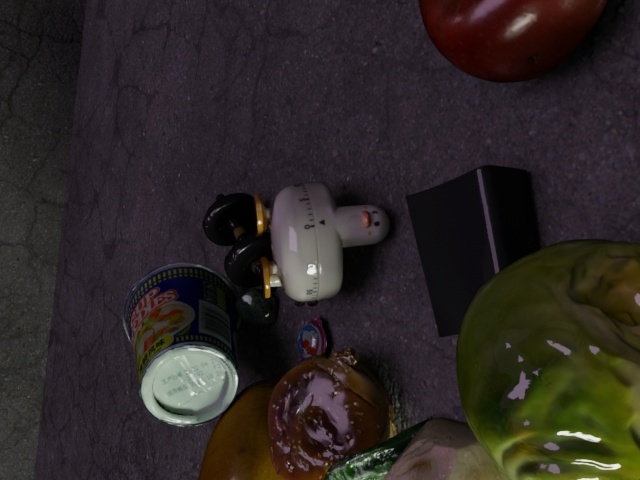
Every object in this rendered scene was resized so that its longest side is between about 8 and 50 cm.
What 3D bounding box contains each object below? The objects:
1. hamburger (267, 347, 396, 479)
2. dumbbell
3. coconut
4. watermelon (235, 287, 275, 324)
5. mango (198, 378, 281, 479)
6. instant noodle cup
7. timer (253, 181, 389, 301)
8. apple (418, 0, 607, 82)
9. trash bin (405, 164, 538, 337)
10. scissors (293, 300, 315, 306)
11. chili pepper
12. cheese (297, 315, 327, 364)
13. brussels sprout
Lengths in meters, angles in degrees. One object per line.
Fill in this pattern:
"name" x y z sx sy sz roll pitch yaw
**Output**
"hamburger" 0.023 0.327 1.206 0.243 0.146 0.286 34 103 28
"dumbbell" -0.171 -0.001 1.502 0.325 0.143 0.143 56 129 39
"coconut" 0.195 0.362 0.937 0.241 0.241 0.241 -7 82 52
"watermelon" -0.146 0.153 1.518 0.072 0.092 0.084 84 -166 -82
"mango" -0.131 0.473 1.355 0.264 0.221 0.377 -15 64 56
"instant noodle cup" -0.289 0.233 1.451 0.312 0.284 0.284 -122 47 -64
"timer" 0.000 0.000 1.276 0.233 0.240 0.233 174 90 -82
"apple" 0.263 -0.346 0.908 0.260 0.217 0.260 -6 83 51
"trash bin" 0.238 0.021 1.001 0.165 0.115 0.225 -21 74 49
"scissors" -0.038 0.053 1.422 0.085 0.022 0.176 -8 83 53
"chili pepper" 0.098 0.369 1.084 0.227 0.059 0.088 -24 73 6
"cheese" -0.022 0.227 1.373 0.095 0.038 0.145 25 106 51
"brussels sprout" 0.310 0.166 0.759 0.344 0.268 0.343 2 92 41
